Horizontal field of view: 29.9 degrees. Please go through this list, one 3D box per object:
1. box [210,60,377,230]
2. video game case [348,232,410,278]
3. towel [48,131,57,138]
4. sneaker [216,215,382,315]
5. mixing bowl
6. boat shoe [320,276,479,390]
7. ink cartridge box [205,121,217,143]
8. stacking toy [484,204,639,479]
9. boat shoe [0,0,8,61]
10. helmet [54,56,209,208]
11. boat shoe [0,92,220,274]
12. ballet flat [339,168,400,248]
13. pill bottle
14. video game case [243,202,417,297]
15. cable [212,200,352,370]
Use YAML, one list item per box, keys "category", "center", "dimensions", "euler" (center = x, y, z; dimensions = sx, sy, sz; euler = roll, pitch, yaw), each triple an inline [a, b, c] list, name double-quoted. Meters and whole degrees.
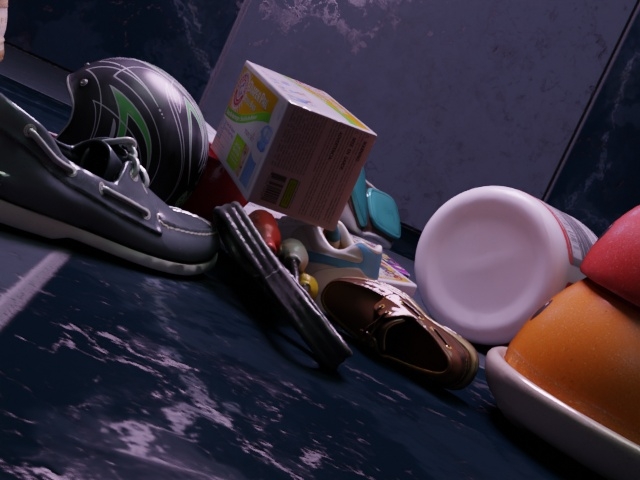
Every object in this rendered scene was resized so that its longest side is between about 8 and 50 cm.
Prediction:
- category: "box"
  center: [-0.035, -0.106, 1.284]
  dimensions: [0.103, 0.114, 0.203]
  euler: [19, 13, -22]
- category: "video game case"
  center: [0.000, 0.000, 1.765]
  dimensions: [0.232, 0.042, 0.210]
  euler: [24, 7, -14]
- category: "towel"
  center: [-0.268, -0.093, 1.561]
  dimensions: [0.144, 0.029, 0.197]
  euler: [26, 3, 11]
- category: "sneaker"
  center: [-0.023, 0.009, 1.321]
  dimensions: [0.228, 0.092, 0.087]
  euler: [28, 8, 37]
- category: "mixing bowl"
  center: [-0.161, -0.071, 1.419]
  dimensions: [0.181, 0.098, 0.181]
  euler: [26, 5, -3]
- category: "boat shoe"
  center: [0.070, 0.084, 1.162]
  dimensions: [0.178, 0.064, 0.060]
  euler: [31, 6, 27]
- category: "ink cartridge box"
  center: [-0.174, -0.133, 1.700]
  dimensions: [0.224, 0.045, 0.223]
  euler: [17, 17, -39]
- category: "stacking toy"
  center: [0.400, 0.012, 1.122]
  dimensions: [0.350, 0.480, 0.350]
  euler: [25, 5, -2]
- category: "boat shoe"
  center: [-0.544, -0.285, 1.410]
  dimensions: [0.341, 0.110, 0.121]
  euler: [5, 17, -21]
- category: "helmet"
  center: [-0.200, -0.106, 1.258]
  dimensions: [0.169, 0.161, 0.169]
  euler: [25, 5, -2]
- category: "boat shoe"
  center: [-0.188, -0.045, 1.055]
  dimensions: [0.116, 0.099, 0.319]
  euler: [27, 5, 38]
- category: "ballet flat"
  center: [0.029, -0.061, 1.945]
  dimensions: [0.139, 0.139, 0.400]
  euler: [27, -6, 21]
- category: "pill bottle"
  center: [0.292, 0.052, 1.694]
  dimensions: [0.210, 0.210, 0.363]
  euler: [28, 6, 28]
- category: "video game case"
  center: [-0.014, 0.007, 1.526]
  dimensions: [0.227, 0.026, 0.206]
  euler: [11, 20, -49]
- category: "cable"
  center: [-0.029, 0.025, 1.100]
  dimensions: [0.139, 0.072, 0.287]
  euler: [58, -8, -15]
